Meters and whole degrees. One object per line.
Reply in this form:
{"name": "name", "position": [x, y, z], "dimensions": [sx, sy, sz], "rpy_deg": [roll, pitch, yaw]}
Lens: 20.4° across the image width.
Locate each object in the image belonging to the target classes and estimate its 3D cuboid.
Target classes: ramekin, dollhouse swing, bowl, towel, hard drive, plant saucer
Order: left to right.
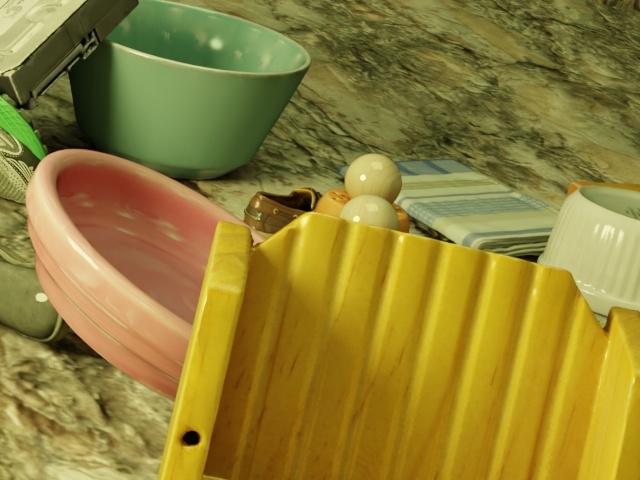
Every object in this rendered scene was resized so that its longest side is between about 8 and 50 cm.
{"name": "hard drive", "position": [-0.409, -0.240, 2.046], "dimensions": [0.339, 0.064, 0.237], "rpy_deg": [7, 42, 32]}
{"name": "bowl", "position": [-0.179, -0.180, 2.172], "dimensions": [0.311, 0.163, 0.311], "rpy_deg": [13, 18, -4]}
{"name": "plant saucer", "position": [-0.122, 0.048, 1.560], "dimensions": [0.332, 0.084, 0.332], "rpy_deg": [32, 16, -10]}
{"name": "dollhouse swing", "position": [0.070, 0.153, 1.235], "dimensions": [0.347, 0.315, 0.305], "rpy_deg": [13, -2, -4]}
{"name": "towel", "position": [0.181, -0.042, 2.237], "dimensions": [0.209, 0.034, 0.285], "rpy_deg": [-4, 24, -38]}
{"name": "ramekin", "position": [0.352, 0.014, 1.989], "dimensions": [0.207, 0.109, 0.207], "rpy_deg": [13, 14, -3]}

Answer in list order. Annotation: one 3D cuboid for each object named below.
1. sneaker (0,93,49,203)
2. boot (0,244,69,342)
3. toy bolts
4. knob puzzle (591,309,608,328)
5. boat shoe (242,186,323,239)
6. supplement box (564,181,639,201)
{"name": "sneaker", "position": [-0.451, -0.108, 1.886], "dimensions": [0.343, 0.134, 0.146], "rpy_deg": [20, 55, -3]}
{"name": "boot", "position": [-0.344, 0.043, 1.552], "dimensions": [0.208, 0.076, 0.189], "rpy_deg": [6, 7, -41]}
{"name": "toy bolts", "position": [0.000, 0.000, 1.787], "dimensions": [0.218, 0.158, 0.228], "rpy_deg": [8, 19, -16]}
{"name": "knob puzzle", "position": [0.307, 0.085, 1.959], "dimensions": [0.213, 0.030, 0.213], "rpy_deg": [12, 14, -3]}
{"name": "boat shoe", "position": [-0.011, -0.028, 2.014], "dimensions": [0.178, 0.060, 0.064], "rpy_deg": [-2, 24, -39]}
{"name": "supplement box", "position": [0.420, -0.028, 2.298], "dimensions": [0.233, 0.080, 0.078], "rpy_deg": [-1, 25, -34]}
